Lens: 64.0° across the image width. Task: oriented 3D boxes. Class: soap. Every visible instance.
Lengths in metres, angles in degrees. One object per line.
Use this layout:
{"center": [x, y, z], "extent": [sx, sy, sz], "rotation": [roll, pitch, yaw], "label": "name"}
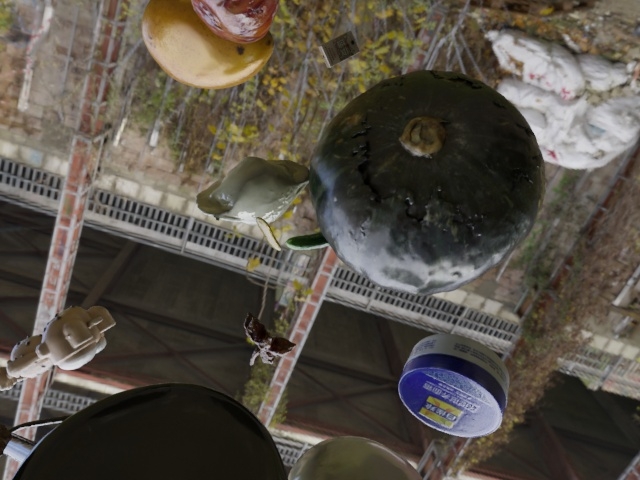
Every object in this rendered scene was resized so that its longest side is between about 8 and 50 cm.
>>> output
{"center": [-0.097, -0.011, 0.962], "extent": [0.034, 0.089, 0.012], "rotation": [23, -119, 38], "label": "soap"}

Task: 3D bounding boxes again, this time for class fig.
{"center": [-0.101, -0.326, 0.650], "extent": [0.128, 0.150, 0.128], "rotation": [31, -150, -20], "label": "fig"}

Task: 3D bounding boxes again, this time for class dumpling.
{"center": [-0.138, -0.112, 1.043], "extent": [0.166, 0.216, 0.126], "rotation": [46, 178, 42], "label": "dumpling"}

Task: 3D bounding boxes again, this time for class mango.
{"center": [-0.240, -0.419, 1.090], "extent": [0.291, 0.190, 0.160], "rotation": [14, -150, 10], "label": "mango"}

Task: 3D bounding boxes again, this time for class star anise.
{"center": [-0.179, 0.328, 1.665], "extent": [0.196, 0.212, 0.111], "rotation": [-10, -157, 45], "label": "star anise"}

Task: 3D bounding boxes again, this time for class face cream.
{"center": [0.269, 0.287, 1.030], "extent": [0.206, 0.205, 0.111], "rotation": [27, -136, 12], "label": "face cream"}

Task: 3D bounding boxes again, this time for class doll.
{"center": [-0.562, 0.228, 1.081], "extent": [0.119, 0.278, 0.154], "rotation": [59, -156, -4], "label": "doll"}

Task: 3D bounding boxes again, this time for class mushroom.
{"center": [0.092, 0.554, 0.977], "extent": [0.315, 0.315, 0.355], "rotation": [0, -114, -45], "label": "mushroom"}

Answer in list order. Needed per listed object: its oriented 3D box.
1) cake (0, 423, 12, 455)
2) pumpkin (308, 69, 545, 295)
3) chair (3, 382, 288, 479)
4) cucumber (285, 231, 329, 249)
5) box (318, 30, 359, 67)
{"center": [-0.374, 0.222, 0.430], "extent": [0.135, 0.135, 0.147], "rotation": [37, -170, -21], "label": "cake"}
{"center": [0.200, -0.118, 1.000], "extent": [0.455, 0.454, 0.344], "rotation": [26, 163, 10], "label": "pumpkin"}
{"center": [-0.260, 0.368, 0.669], "extent": [0.365, 0.410, 0.361], "rotation": [2, -114, -32], "label": "chair"}
{"center": [0.000, 0.000, 1.134], "extent": [0.155, 0.037, 0.037], "rotation": [-11, -153, -7], "label": "cucumber"}
{"center": [0.043, -0.441, 1.183], "extent": [0.053, 0.083, 0.024], "rotation": [62, 172, -22], "label": "box"}
